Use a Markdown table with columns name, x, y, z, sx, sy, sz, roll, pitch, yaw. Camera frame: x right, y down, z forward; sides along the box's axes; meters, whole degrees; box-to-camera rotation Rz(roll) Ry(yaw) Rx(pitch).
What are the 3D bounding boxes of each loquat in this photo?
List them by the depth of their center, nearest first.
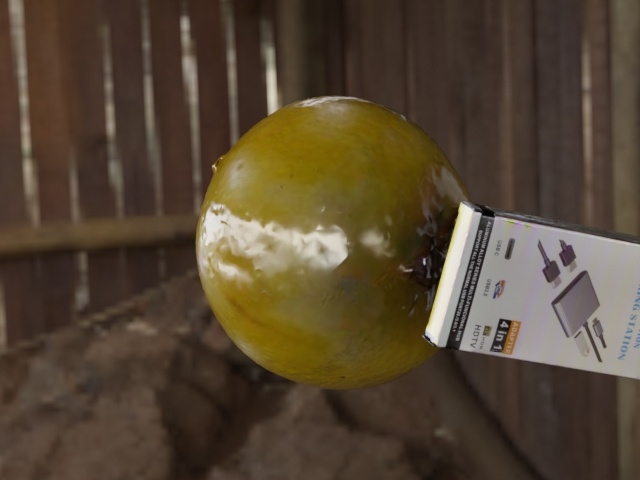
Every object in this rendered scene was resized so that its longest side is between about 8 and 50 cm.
| name | x | y | z | sx | sy | sz | roll | pitch | yaw |
| --- | --- | --- | --- | --- | --- | --- | --- | --- | --- |
| loquat | 0.000 | 0.000 | 2.037 | 0.359 | 0.328 | 0.328 | 7 | 10 | 41 |

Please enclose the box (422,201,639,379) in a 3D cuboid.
| name | x | y | z | sx | sy | sz | roll | pitch | yaw |
| --- | --- | --- | --- | --- | --- | --- | --- | --- | --- |
| box | 0.222 | 0.049 | 1.602 | 0.247 | 0.129 | 0.033 | 10 | 12 | -19 |
